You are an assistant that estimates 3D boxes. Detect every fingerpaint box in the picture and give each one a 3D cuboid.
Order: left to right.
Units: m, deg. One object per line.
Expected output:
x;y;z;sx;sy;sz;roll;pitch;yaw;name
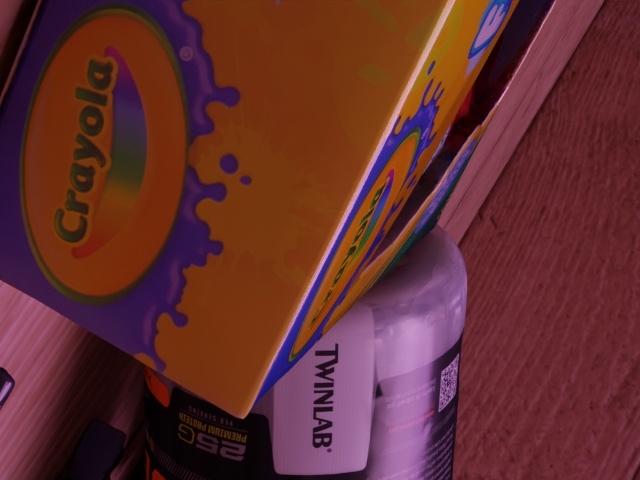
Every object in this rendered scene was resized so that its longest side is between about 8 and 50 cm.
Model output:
0.049;-0.185;0.700;0.444;0.163;0.371;-64;171;19;fingerpaint box

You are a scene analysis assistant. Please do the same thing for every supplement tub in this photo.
-0.014;0.153;0.979;0.207;0.207;0.338;-45;140;-60;supplement tub

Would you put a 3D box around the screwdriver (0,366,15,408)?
-0.211;0.133;0.738;0.170;0.024;0.025;-53;-161;-8;screwdriver

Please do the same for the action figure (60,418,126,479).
-0.153;0.314;1.047;0.341;0.179;0.330;-66;161;-1;action figure

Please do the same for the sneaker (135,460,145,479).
-0.155;0.245;1.255;0.222;0.083;0.118;-45;146;-46;sneaker
